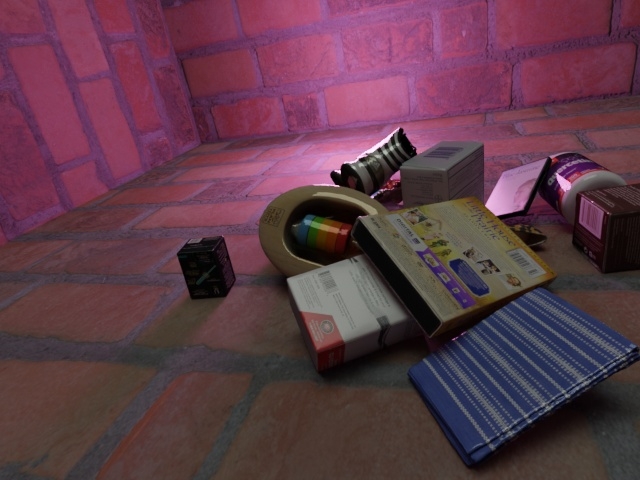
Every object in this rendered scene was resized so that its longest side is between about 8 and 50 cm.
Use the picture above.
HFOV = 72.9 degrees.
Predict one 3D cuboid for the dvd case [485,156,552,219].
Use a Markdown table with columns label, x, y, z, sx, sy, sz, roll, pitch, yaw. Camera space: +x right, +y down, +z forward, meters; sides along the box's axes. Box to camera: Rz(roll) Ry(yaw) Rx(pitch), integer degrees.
| label | x | y | z | sx | sy | sz | roll | pitch | yaw |
| --- | --- | --- | --- | --- | --- | --- | --- | --- | --- |
| dvd case | 0.638 | -0.163 | 1.425 | 0.253 | 0.022 | 0.180 | -54 | 17 | -25 |

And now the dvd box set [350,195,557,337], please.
| label | x | y | z | sx | sy | sz | roll | pitch | yaw |
| --- | --- | --- | --- | --- | --- | --- | --- | --- | --- |
| dvd box set | 0.320 | 0.034 | 1.023 | 0.420 | 0.062 | 0.308 | -12 | 52 | -33 |

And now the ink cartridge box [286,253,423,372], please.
| label | x | y | z | sx | sy | sz | roll | pitch | yaw |
| --- | --- | --- | --- | --- | --- | --- | --- | --- | --- |
| ink cartridge box | 0.084 | 0.149 | 0.989 | 0.272 | 0.114 | 0.197 | -17 | 53 | -12 |

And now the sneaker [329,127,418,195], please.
| label | x | y | z | sx | sy | sz | roll | pitch | yaw |
| --- | --- | --- | --- | --- | --- | --- | --- | --- | --- |
| sneaker | 0.189 | -0.228 | 1.443 | 0.257 | 0.169 | 0.447 | -31 | 4 | -4 |

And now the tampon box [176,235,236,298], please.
| label | x | y | z | sx | sy | sz | roll | pitch | yaw |
| --- | --- | --- | --- | --- | --- | --- | --- | --- | --- |
| tampon box | -0.346 | 0.082 | 1.328 | 0.120 | 0.161 | 0.101 | -4 | 25 | 11 |

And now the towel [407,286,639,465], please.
| label | x | y | z | sx | sy | sz | roll | pitch | yaw |
| --- | --- | --- | --- | --- | --- | --- | --- | --- | --- |
| towel | 0.345 | 0.228 | 0.787 | 0.336 | 0.040 | 0.243 | -31 | 25 | -2 |

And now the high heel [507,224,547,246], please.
| label | x | y | z | sx | sy | sz | roll | pitch | yaw |
| --- | --- | --- | --- | --- | --- | --- | --- | --- | --- |
| high heel | 0.505 | 0.005 | 1.222 | 0.261 | 0.093 | 0.186 | -20 | 19 | -40 |

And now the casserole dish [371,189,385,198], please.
| label | x | y | z | sx | sy | sz | roll | pitch | yaw |
| --- | --- | --- | --- | --- | --- | --- | --- | --- | --- |
| casserole dish | 0.251 | -0.199 | 1.833 | 0.114 | 0.037 | 0.188 | -1 | 28 | 20 |

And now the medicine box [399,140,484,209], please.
| label | x | y | z | sx | sy | sz | roll | pitch | yaw |
| --- | --- | --- | --- | --- | --- | --- | --- | --- | --- |
| medicine box | 0.382 | -0.129 | 1.330 | 0.149 | 0.289 | 0.263 | 13 | 34 | 39 |

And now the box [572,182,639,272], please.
| label | x | y | z | sx | sy | sz | roll | pitch | yaw |
| --- | --- | --- | --- | --- | --- | --- | --- | --- | --- |
| box | 0.796 | -0.038 | 1.115 | 0.203 | 0.167 | 0.168 | -7 | 25 | 7 |

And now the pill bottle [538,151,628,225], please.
| label | x | y | z | sx | sy | sz | roll | pitch | yaw |
| --- | --- | --- | --- | --- | --- | --- | --- | --- | --- |
| pill bottle | 0.809 | -0.173 | 1.380 | 0.181 | 0.182 | 0.323 | -7 | 25 | 8 |

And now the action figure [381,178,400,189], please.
| label | x | y | z | sx | sy | sz | roll | pitch | yaw |
| --- | --- | --- | --- | --- | --- | --- | --- | --- | --- |
| action figure | 0.358 | -0.275 | 1.787 | 0.280 | 0.139 | 0.091 | -17 | 34 | -26 |

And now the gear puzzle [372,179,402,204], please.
| label | x | y | z | sx | sy | sz | roll | pitch | yaw |
| --- | --- | --- | --- | --- | --- | --- | --- | --- | --- |
| gear puzzle | 0.269 | -0.176 | 1.547 | 0.339 | 0.044 | 0.175 | -28 | -16 | 30 |

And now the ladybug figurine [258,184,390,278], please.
| label | x | y | z | sx | sy | sz | roll | pitch | yaw |
| --- | --- | --- | --- | --- | --- | --- | --- | --- | --- |
| ladybug figurine | 0.027 | -0.002 | 1.258 | 0.449 | 0.162 | 0.305 | 19 | 79 | 22 |

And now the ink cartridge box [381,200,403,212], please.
| label | x | y | z | sx | sy | sz | roll | pitch | yaw |
| --- | --- | --- | --- | --- | --- | --- | --- | --- | --- |
| ink cartridge box | 0.222 | -0.073 | 1.510 | 0.143 | 0.092 | 0.090 | -13 | 23 | -7 |

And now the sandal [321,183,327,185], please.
| label | x | y | z | sx | sy | sz | roll | pitch | yaw |
| --- | --- | --- | --- | --- | --- | --- | --- | --- | --- |
| sandal | 0.056 | -0.086 | 1.545 | 0.102 | 0.169 | 0.416 | -33 | 24 | -3 |
